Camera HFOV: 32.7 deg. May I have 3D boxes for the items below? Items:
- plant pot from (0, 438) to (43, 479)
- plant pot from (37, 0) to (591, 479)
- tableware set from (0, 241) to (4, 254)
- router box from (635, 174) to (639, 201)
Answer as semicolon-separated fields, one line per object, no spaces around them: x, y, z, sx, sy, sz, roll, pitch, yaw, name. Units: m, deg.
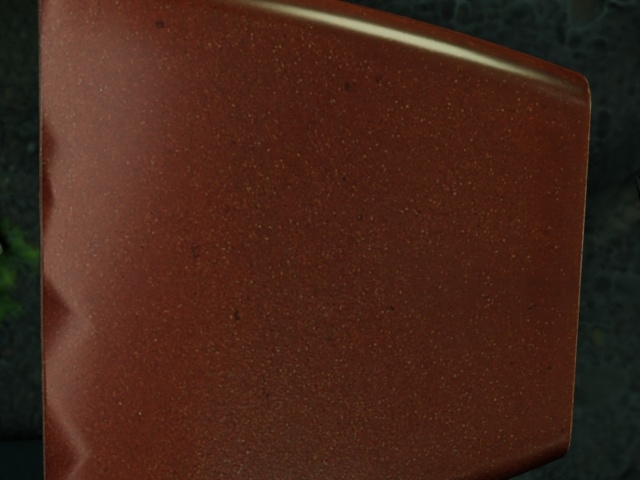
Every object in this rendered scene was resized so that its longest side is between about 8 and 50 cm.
-0.098;0.251;0.634;0.252;0.247;0.248;-7;97;-6;plant pot
0.000;0.000;0.570;0.235;0.267;0.267;1;99;-1;plant pot
-0.303;-0.003;0.742;0.168;0.020;0.141;-41;89;15;tableware set
0.254;0.029;0.569;0.133;0.046;0.179;-16;55;14;router box
